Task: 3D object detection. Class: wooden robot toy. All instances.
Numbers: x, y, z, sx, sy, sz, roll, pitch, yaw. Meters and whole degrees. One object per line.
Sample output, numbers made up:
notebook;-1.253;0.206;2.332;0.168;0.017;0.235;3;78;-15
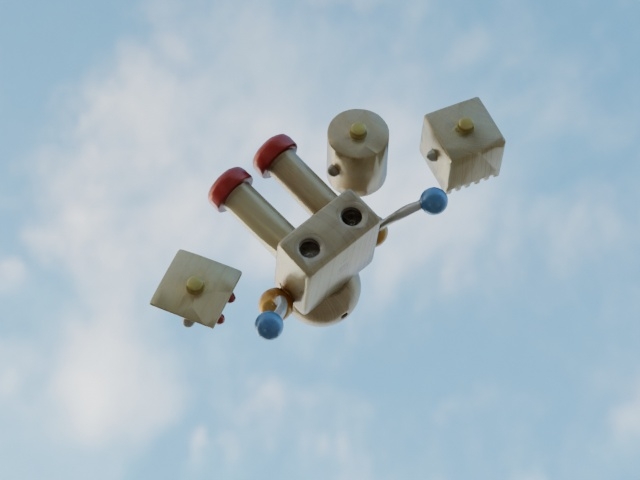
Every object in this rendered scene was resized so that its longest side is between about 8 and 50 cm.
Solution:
wooden robot toy;0.000;0.000;0.839;0.173;0.076;0.079;-36;-25;-20
